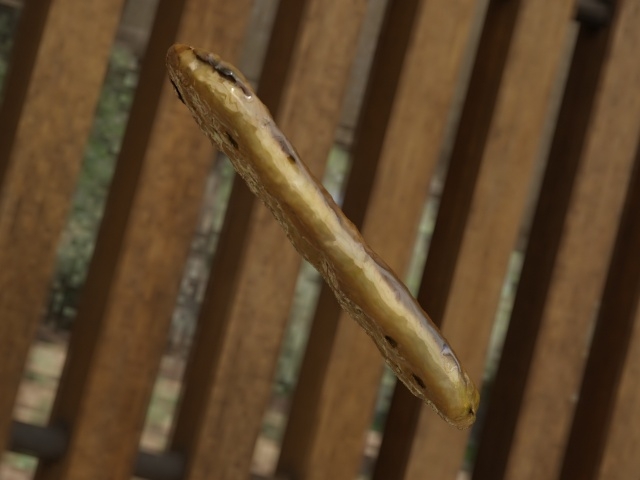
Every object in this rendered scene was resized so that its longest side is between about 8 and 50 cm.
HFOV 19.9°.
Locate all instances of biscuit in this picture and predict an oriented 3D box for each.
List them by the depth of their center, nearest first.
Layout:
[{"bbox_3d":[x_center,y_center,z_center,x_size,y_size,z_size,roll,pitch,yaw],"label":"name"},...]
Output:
[{"bbox_3d":[0.000,0.000,0.927,0.247,0.029,0.118,51,-9,-9],"label":"biscuit"}]
